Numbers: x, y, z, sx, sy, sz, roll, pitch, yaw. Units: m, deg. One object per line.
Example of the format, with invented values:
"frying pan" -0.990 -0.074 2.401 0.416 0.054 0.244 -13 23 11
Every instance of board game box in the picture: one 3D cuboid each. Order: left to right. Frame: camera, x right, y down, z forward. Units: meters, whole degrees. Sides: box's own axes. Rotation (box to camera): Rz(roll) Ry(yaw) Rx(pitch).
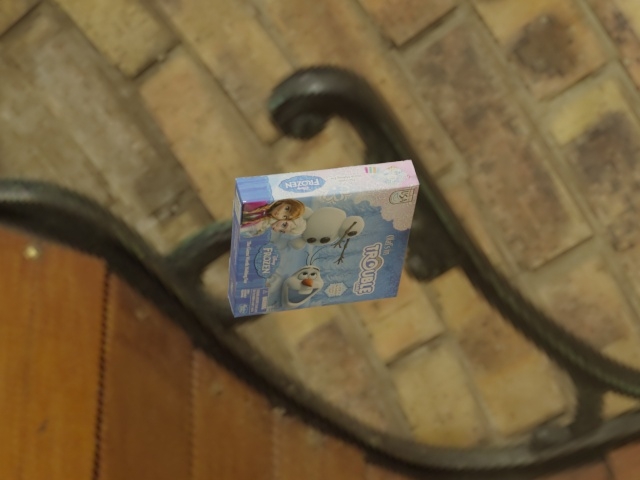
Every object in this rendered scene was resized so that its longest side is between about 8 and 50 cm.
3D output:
"board game box" 0.000 0.000 0.820 0.090 0.090 0.020 -8 51 -12
